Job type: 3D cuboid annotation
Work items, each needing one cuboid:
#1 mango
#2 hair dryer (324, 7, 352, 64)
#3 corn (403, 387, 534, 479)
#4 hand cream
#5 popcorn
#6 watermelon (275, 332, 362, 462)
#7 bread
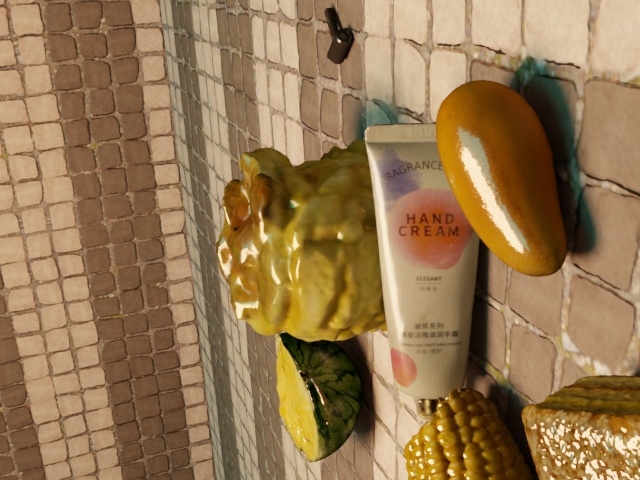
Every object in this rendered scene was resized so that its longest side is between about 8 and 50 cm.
[{"bbox_3d":[0.163,-0.054,0.653,0.184,0.085,0.102,66,155,7],"label":"mango"},{"bbox_3d":[0.021,-0.288,1.011,0.047,0.026,0.083,120,143,-59],"label":"hair dryer"},{"bbox_3d":[0.183,0.341,0.722,0.144,0.144,0.387,110,144,-55],"label":"corn"},{"bbox_3d":[0.115,0.043,0.790,0.078,0.124,0.340,-65,-27,-66],"label":"hand cream"},{"bbox_3d":[-0.008,0.001,0.921,0.293,0.237,0.292,41,137,54],"label":"popcorn"},{"bbox_3d":[0.001,0.237,1.179,0.232,0.127,0.204,103,150,-52],"label":"watermelon"},{"bbox_3d":[0.254,0.214,0.508,0.184,0.111,0.234,-25,79,67],"label":"bread"}]
